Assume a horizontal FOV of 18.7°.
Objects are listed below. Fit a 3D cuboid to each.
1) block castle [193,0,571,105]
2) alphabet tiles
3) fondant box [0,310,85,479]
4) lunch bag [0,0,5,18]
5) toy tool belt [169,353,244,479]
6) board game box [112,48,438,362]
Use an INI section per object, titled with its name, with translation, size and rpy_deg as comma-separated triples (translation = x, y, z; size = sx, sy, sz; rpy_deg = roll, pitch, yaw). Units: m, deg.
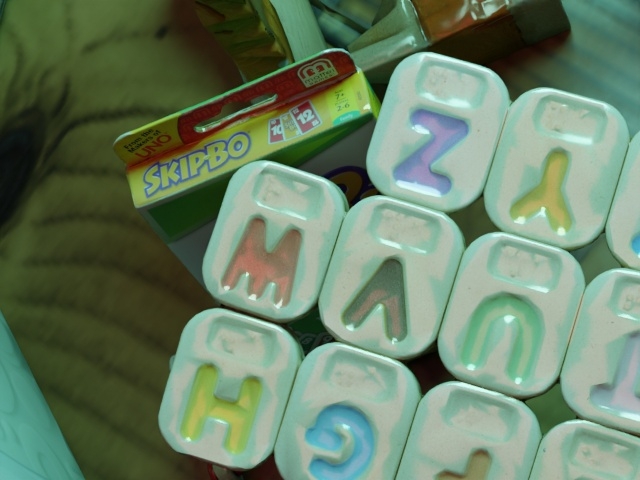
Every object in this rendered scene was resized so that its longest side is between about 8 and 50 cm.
[block castle]
translation = 0.095, -0.270, 1.037
size = 0.453, 0.303, 0.212
rpy_deg = -25, 67, 7
[alphabet tiles]
translation = 0.075, 0.066, 0.864
size = 0.284, 0.021, 0.278
rpy_deg = 17, 89, 11
[fondant box]
translation = -0.256, 0.049, 1.077
size = 0.096, 0.238, 0.330
rpy_deg = -34, 67, 5
[lunch bag]
translation = -0.365, -0.222, 1.186
size = 0.305, 0.256, 0.212
rpy_deg = 10, 76, 20
[toy tool belt]
translation = -0.049, 0.094, 1.103
size = 0.051, 0.052, 0.083
rpy_deg = -28, 68, 16
[board game box]
translation = 0.000, 0.000, 1.003
size = 0.124, 0.259, 0.039
rpy_deg = -22, 54, 9
